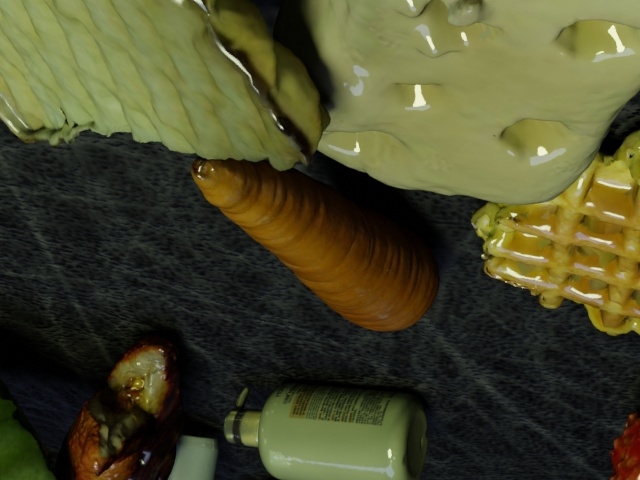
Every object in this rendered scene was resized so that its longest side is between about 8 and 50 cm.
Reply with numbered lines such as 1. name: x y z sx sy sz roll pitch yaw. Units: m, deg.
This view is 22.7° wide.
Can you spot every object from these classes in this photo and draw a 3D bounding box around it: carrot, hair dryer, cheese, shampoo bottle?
1. carrot: 0.000 0.000 0.879 0.069 0.069 0.336 2 168 23
2. hair dryer: -0.140 0.240 1.519 0.073 0.131 0.236 11 176 -3
3. cheese: 0.068 -0.097 0.658 0.159 0.093 0.263 17 157 -7
4. shampoo bottle: 0.000 0.154 1.264 0.162 0.079 0.079 3 154 20

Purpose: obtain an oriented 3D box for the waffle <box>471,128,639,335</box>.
1. waffle: 0.208 0.003 0.869 0.243 0.058 0.238 29 155 -28

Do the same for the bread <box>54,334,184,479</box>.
1. bread: -0.167 0.163 1.301 0.095 0.139 0.269 22 152 8

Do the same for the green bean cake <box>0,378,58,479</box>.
1. green bean cake: -0.299 0.168 1.293 0.214 0.113 0.200 54 158 12

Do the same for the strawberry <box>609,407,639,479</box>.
1. strawberry: 0.284 0.234 1.176 0.286 0.106 0.188 39 -172 -31

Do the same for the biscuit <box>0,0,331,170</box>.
1. biscuit: -0.117 -0.110 0.711 0.274 0.036 0.187 12 146 49
